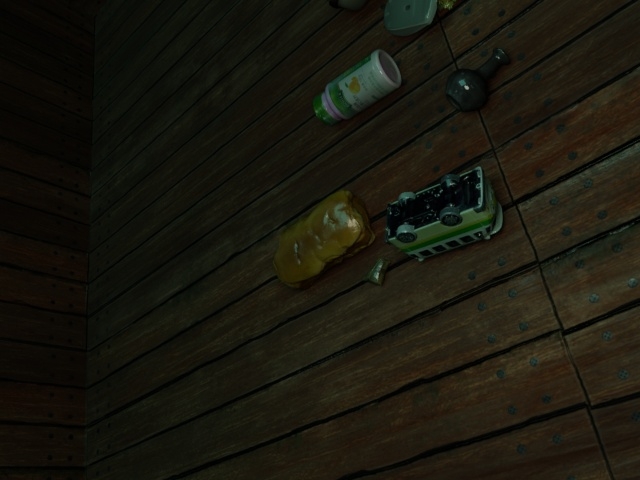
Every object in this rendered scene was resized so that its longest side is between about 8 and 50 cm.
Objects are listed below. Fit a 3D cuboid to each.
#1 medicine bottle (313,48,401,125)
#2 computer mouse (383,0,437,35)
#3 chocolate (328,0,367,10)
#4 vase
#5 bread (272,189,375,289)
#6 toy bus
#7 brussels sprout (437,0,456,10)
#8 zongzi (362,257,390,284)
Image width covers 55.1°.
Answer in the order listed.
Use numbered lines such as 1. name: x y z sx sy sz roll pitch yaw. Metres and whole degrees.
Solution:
1. medicine bottle: 0.107 -0.464 1.901 0.274 0.133 0.134 -27 57 35
2. computer mouse: 0.278 -0.690 1.843 0.230 0.079 0.128 13 101 56
3. chocolate: 0.069 -0.873 2.025 0.186 0.283 0.284 -58 42 37
4. vase: 0.416 -0.427 1.612 0.183 0.120 0.120 -46 47 3
5. bread: -0.003 0.001 1.816 0.344 0.148 0.195 -36 52 29
6. toy bus: 0.311 -0.056 1.527 0.276 0.164 0.134 -21 47 37
7. brussels sprout: 0.372 -0.717 1.788 0.085 0.085 0.058 1 73 44
8. zongzi: 0.154 0.083 1.723 0.083 0.040 0.076 6 72 63
